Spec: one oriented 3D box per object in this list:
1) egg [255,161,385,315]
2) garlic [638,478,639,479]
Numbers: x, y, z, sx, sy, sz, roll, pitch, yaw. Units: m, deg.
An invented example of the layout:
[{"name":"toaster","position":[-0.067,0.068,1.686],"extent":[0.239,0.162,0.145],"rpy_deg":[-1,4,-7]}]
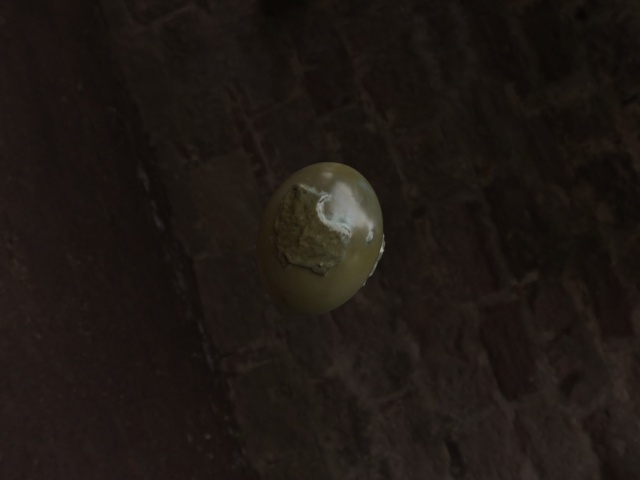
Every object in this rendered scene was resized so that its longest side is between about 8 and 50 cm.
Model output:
[{"name":"egg","position":[-0.003,-0.001,1.160],"extent":[0.164,0.164,0.201],"rpy_deg":[-95,-156,-75]},{"name":"garlic","position":[0.257,0.165,0.482],"extent":[0.185,0.281,0.203],"rpy_deg":[24,21,-18]}]
